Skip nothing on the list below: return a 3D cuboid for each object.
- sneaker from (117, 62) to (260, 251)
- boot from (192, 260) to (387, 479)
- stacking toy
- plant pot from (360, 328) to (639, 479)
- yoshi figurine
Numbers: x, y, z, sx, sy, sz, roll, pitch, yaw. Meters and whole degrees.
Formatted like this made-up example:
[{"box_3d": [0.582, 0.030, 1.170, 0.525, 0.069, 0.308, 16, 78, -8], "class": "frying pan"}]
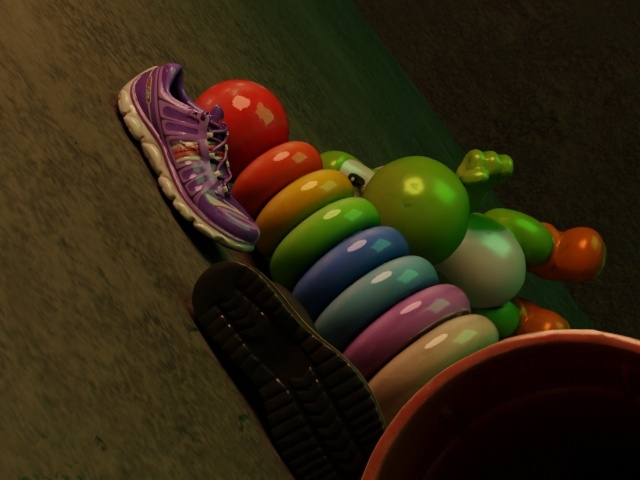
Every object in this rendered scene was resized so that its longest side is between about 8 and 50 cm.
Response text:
[{"box_3d": [-0.095, -0.067, 1.190, 0.170, 0.071, 0.068, 58, 12, 10], "class": "sneaker"}, {"box_3d": [-0.003, 0.099, 1.100, 0.198, 0.077, 0.137, 58, 7, 9], "class": "boot"}, {"box_3d": [0.000, 0.000, 1.279, 0.330, 0.141, 0.141, 52, 11, 18], "class": "stacking toy"}, {"box_3d": [0.186, 0.234, 1.038, 0.272, 0.272, 0.265, 62, 4, 30], "class": "plant pot"}, {"box_3d": [0.147, 0.010, 1.578, 0.362, 0.203, 0.204, 23, 42, -33], "class": "yoshi figurine"}]
